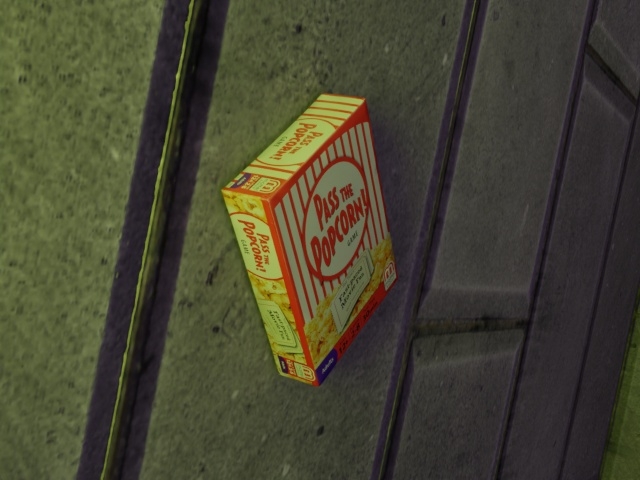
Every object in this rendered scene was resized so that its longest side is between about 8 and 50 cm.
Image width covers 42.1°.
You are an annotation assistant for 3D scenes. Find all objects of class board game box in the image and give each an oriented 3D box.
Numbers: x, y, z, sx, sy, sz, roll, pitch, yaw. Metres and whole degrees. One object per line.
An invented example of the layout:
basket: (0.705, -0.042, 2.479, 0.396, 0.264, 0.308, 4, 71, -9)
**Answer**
board game box: (0.000, 0.000, 0.684, 0.147, 0.045, 0.193, -50, 139, -38)
